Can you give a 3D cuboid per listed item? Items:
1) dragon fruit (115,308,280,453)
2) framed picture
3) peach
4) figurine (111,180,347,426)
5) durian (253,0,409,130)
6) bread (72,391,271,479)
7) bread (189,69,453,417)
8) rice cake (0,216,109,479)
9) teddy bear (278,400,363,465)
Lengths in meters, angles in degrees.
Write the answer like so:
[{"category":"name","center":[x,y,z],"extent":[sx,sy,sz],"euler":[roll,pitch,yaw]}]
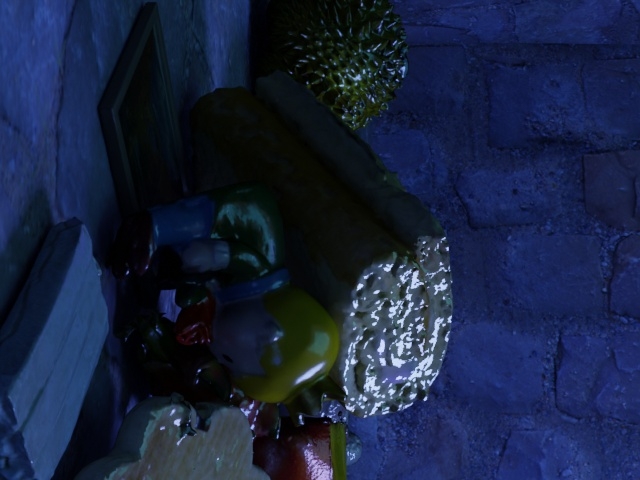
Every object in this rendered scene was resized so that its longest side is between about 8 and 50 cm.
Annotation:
[{"category":"dragon fruit","center":[-0.124,0.143,1.201],"extent":[0.236,0.135,0.137],"euler":[34,45,-57]},{"category":"framed picture","center":[-0.168,-0.082,1.191],"extent":[0.184,0.016,0.249],"euler":[-79,169,-48]},{"category":"peach","center":[-0.041,0.330,1.731],"extent":[0.267,0.159,0.153],"euler":[60,22,-80]},{"category":"figurine","center":[-0.081,0.069,1.113],"extent":[0.185,0.127,0.234],"euler":[-16,92,-42]},{"category":"durian","center":[0.021,-0.270,1.817],"extent":[0.291,0.225,0.291],"euler":[6,90,-87]},{"category":"bread","center":[-0.135,0.281,1.064],"extent":[0.316,0.054,0.315],"euler":[-18,111,-59]},{"category":"bread","center":[0.000,0.000,1.317],"extent":[0.375,0.165,0.236],"euler":[48,-30,45]},{"category":"rice cake","center":[-0.201,0.081,0.888],"extent":[0.211,0.038,0.124],"euler":[-80,169,-49]},{"category":"teddy bear","center":[-0.007,0.317,2.066],"extent":[0.236,0.151,0.267],"euler":[-88,172,-68]}]
